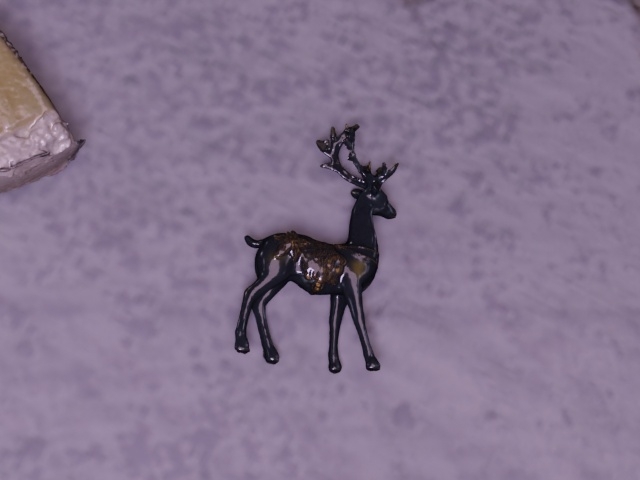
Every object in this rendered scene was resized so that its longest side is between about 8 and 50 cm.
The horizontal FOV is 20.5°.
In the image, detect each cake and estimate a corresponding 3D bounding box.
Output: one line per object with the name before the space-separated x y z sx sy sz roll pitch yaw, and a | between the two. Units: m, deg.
cake | -0.169 -0.078 0.821 0.065 0.052 0.121 -32 84 -17

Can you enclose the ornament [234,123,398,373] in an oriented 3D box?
ornament | 0.000 0.000 0.852 0.073 0.028 0.125 11 74 -10
